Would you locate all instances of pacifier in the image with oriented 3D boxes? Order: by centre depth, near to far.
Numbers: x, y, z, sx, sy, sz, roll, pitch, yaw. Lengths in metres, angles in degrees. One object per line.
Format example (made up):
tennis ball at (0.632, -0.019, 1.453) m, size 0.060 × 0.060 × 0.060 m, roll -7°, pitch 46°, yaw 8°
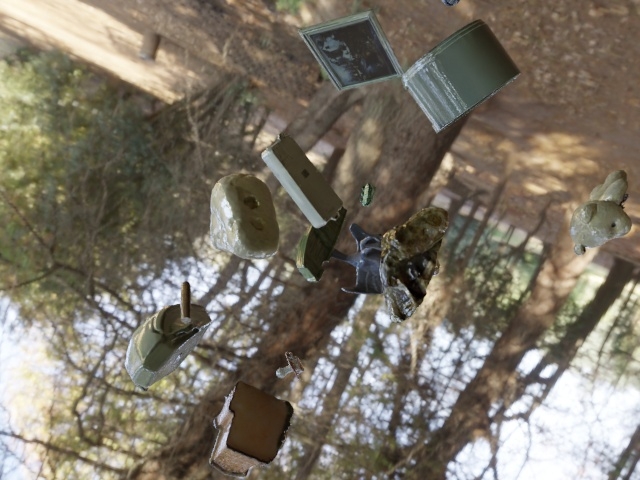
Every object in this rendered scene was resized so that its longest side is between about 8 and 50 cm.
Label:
pacifier at (-0.091, 0.365, 1.847) m, size 0.099 × 0.078 × 0.081 m, roll 60°, pitch -179°, yaw -28°

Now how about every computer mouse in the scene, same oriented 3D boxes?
computer mouse at (-0.448, 0.285, 1.861) m, size 0.146 × 0.228 × 0.429 m, roll 36°, pitch -173°, yaw 4°

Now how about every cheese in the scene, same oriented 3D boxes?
cheese at (-0.217, -0.068, 1.895) m, size 0.174 × 0.247 × 0.251 m, roll -10°, pitch -159°, yaw -25°

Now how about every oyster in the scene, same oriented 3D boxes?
oyster at (0.220, 0.055, 1.569) m, size 0.166 × 0.294 × 0.094 m, roll 1°, pitch 161°, yaw 20°

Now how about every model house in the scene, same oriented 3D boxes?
model house at (-0.189, 0.485, 1.611) m, size 0.167 × 0.172 × 0.182 m, roll 28°, pitch -136°, yaw -12°

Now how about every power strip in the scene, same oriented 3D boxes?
power strip at (-0.033, -0.112, 1.217) m, size 0.192 × 0.035 × 0.081 m, roll 52°, pitch -135°, yaw -10°

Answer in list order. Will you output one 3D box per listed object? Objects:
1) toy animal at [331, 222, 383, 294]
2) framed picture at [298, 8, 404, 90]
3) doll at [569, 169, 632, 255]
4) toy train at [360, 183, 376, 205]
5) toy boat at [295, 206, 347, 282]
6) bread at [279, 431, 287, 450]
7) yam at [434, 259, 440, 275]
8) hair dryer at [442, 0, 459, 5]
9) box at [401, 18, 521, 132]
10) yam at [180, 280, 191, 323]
toy animal at (0.136, 0.065, 1.743) m, size 0.256 × 0.176 × 0.239 m, roll 5°, pitch -139°, yaw 4°
framed picture at (0.098, -0.552, 1.924) m, size 0.233 × 0.019 × 0.296 m, roll -8°, pitch 152°, yaw 24°
doll at (0.779, -0.085, 1.760) m, size 0.150 × 0.175 × 0.278 m, roll 13°, pitch -135°, yaw 29°
toy train at (0.172, -0.162, 2.330) m, size 0.033 × 0.083 × 0.053 m, roll 7°, pitch 176°, yaw 34°
toy boat at (0.000, 0.000, 1.645) m, size 0.093 × 0.055 × 0.293 m, roll 52°, pitch -143°, yaw -22°
bread at (-0.164, 0.574, 1.979) m, size 0.150 × 0.187 × 0.065 m, roll 18°, pitch 176°, yaw -41°
yam at (0.292, 0.049, 1.894) m, size 0.067 × 0.071 × 0.317 m, roll -6°, pitch 163°, yaw 20°
hair dryer at (0.296, -0.706, 1.689) m, size 0.199 × 0.067 × 0.167 m, roll 39°, pitch -143°, yaw -11°
box at (0.314, -0.368, 1.459) m, size 0.149 × 0.226 × 0.226 m, roll 55°, pitch -172°, yaw 1°
yam at (-0.364, 0.166, 1.747) m, size 0.032 × 0.032 × 0.145 m, roll 20°, pitch -149°, yaw -26°
